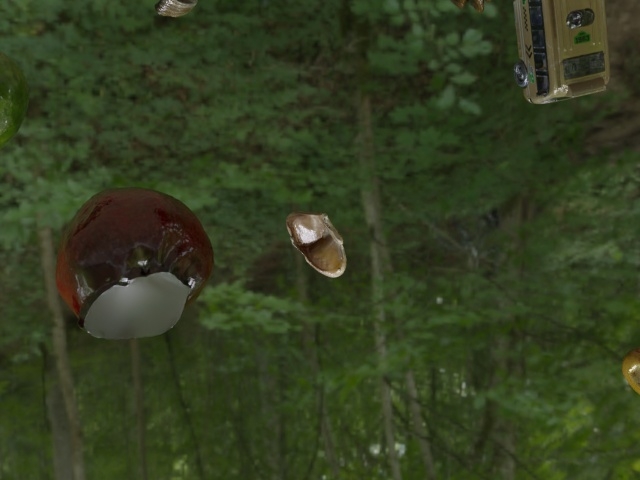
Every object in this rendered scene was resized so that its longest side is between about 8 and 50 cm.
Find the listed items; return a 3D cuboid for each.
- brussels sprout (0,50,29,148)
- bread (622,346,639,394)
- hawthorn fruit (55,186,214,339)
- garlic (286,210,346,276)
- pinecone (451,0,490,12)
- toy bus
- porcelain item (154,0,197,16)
[{"bbox_3d":[-0.509,-0.214,1.226,0.143,0.181,0.161,-16,169,-29],"label":"brussels sprout"},{"bbox_3d":[0.537,0.181,1.191,0.239,0.074,0.092,-5,-168,-34],"label":"bread"},{"bbox_3d":[-0.264,0.024,1.163,0.215,0.215,0.249,-4,-168,-22],"label":"hawthorn fruit"},{"bbox_3d":[-0.008,0.005,1.813,0.099,0.175,0.124,-30,177,-5],"label":"garlic"},{"bbox_3d":[0.180,-0.492,1.020,0.397,0.398,0.398,3,-163,-1],"label":"pinecone"},{"bbox_3d":[0.430,-0.391,1.480,0.139,0.290,0.157,-12,-163,-10],"label":"toy bus"},{"bbox_3d":[-0.164,-0.359,0.998,0.054,0.213,0.084,15,150,-30],"label":"porcelain item"}]
